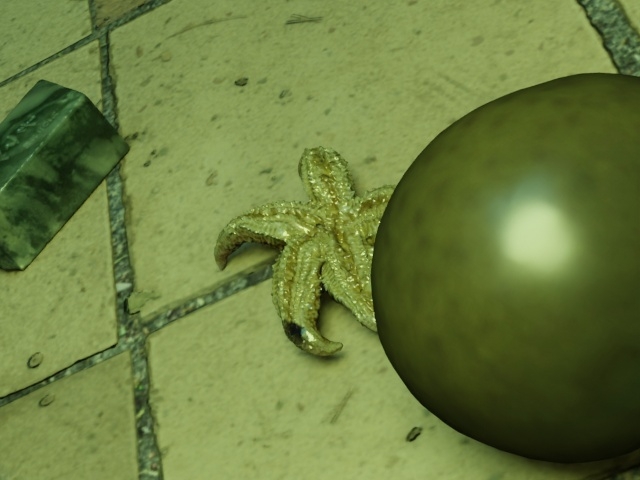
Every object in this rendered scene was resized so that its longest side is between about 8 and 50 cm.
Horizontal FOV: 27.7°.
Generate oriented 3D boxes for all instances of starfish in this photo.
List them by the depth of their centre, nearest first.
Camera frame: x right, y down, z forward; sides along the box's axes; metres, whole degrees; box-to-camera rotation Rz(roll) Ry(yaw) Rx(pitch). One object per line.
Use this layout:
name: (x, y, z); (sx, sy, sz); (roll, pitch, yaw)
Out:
starfish: (-0.001, -0.002, 1.090); (0.216, 0.071, 0.238); (-15, 40, 13)

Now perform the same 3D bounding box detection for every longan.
longan: (0.158, 0.016, 0.846); (0.258, 0.258, 0.258); (-17, 46, 19)

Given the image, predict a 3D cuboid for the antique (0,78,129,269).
antique: (-0.294, -0.063, 1.304); (0.088, 0.086, 0.183); (21, 66, 42)
